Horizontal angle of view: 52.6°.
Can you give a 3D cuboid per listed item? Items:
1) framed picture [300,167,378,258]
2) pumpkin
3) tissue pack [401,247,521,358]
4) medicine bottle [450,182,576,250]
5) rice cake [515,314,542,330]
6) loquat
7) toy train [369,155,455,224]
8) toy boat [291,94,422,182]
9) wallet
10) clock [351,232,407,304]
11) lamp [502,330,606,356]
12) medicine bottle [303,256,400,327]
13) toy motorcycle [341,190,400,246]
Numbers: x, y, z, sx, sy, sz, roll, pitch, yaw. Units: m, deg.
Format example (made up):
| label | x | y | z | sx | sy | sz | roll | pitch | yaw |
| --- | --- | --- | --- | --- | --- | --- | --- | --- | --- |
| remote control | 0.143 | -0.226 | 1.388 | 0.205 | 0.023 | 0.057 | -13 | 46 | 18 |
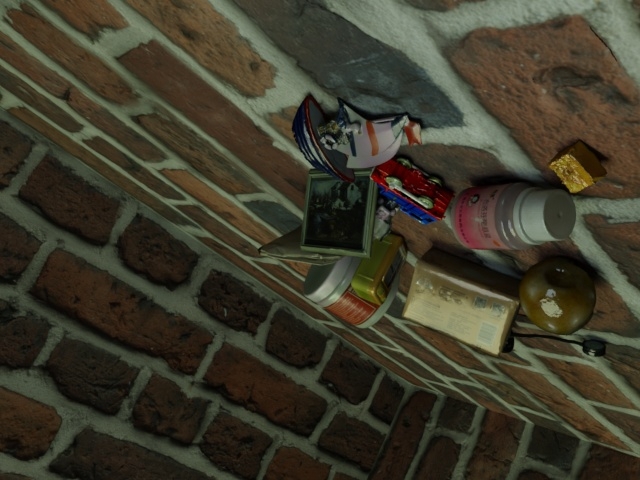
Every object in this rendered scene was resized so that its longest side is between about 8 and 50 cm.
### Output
| label | x | y | z | sx | sy | sz | roll | pitch | yaw |
| --- | --- | --- | --- | --- | --- | --- | --- | --- | --- |
| framed picture | 0.040 | -0.078 | 1.695 | 0.019 | 0.232 | 0.296 | 6 | 179 | -38 |
| pumpkin | 0.460 | -0.131 | 1.154 | 0.083 | 0.054 | 0.074 | 50 | 159 | -2 |
| tissue pack | 0.430 | 0.160 | 1.897 | 0.305 | 0.239 | 0.238 | 21 | 163 | 20 |
| medicine bottle | 0.396 | -0.050 | 1.347 | 0.147 | 0.147 | 0.247 | 35 | 162 | -26 |
| rice cake | 0.695 | 0.263 | 2.026 | 0.047 | 0.036 | 0.206 | 49 | 156 | -24 |
| loquat | 0.579 | 0.138 | 1.587 | 0.179 | 0.179 | 0.227 | 19 | 158 | 27 |
| toy train | 0.208 | -0.123 | 1.527 | 0.204 | 0.083 | 0.131 | 31 | 166 | -10 |
| toy boat | 0.082 | -0.212 | 1.434 | 0.318 | 0.072 | 0.219 | 16 | 138 | 24 |
| wallet | -0.002 | -0.003 | 1.941 | 0.274 | 0.335 | 0.068 | 6 | 115 | 37 |
| clock | 0.184 | 0.083 | 1.981 | 0.096 | 0.202 | 0.143 | 19 | 163 | 27 |
| lamp | 0.733 | 0.341 | 2.087 | 0.371 | 0.109 | 0.130 | 7 | -162 | 40 |
| medicine bottle | 0.106 | 0.138 | 2.186 | 0.240 | 0.253 | 0.252 | 31 | 163 | -17 |
| toy motorcycle | 0.130 | -0.040 | 1.690 | 0.108 | 0.204 | 0.239 | 35 | 162 | 13 |
